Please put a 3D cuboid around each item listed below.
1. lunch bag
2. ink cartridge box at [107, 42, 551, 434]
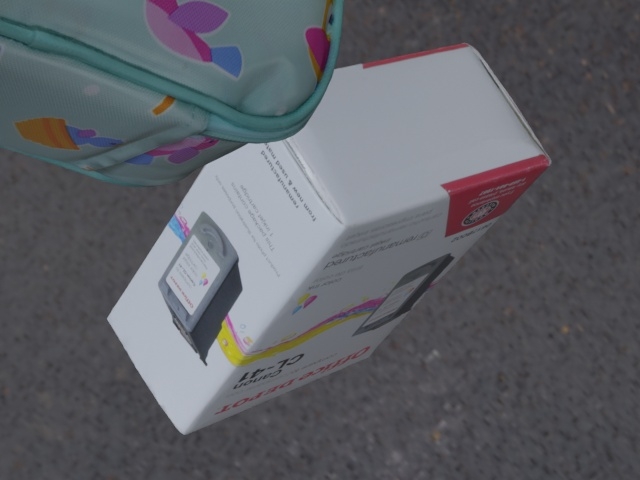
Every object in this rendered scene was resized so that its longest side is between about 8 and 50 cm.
[{"bbox_3d":[-0.115,-0.154,0.497,0.108,0.279,0.224,-13,66,47],"label":"lunch bag"},{"bbox_3d":[0.000,0.000,1.162,0.131,0.226,0.306,56,139,18],"label":"ink cartridge box"}]
